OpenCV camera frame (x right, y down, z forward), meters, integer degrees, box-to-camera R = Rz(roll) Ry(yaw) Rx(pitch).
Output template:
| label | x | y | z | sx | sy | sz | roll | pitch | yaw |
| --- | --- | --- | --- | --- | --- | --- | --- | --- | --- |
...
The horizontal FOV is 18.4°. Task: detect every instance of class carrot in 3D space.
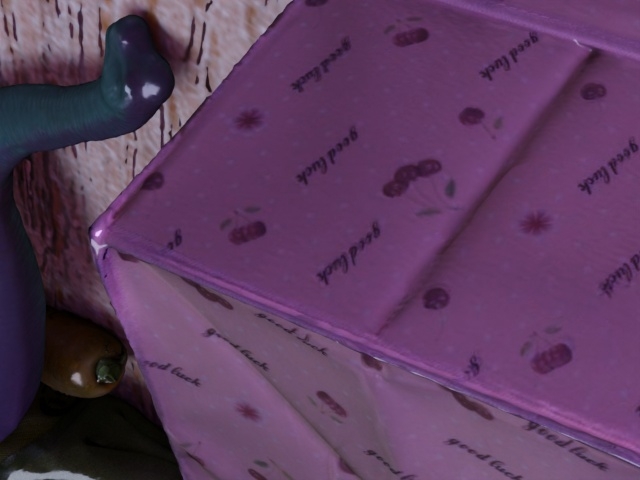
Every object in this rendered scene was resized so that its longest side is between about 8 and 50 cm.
| label | x | y | z | sx | sy | sz | roll | pitch | yaw |
| --- | --- | --- | --- | --- | --- | --- | --- | --- | --- |
| carrot | -0.214 | 0.045 | 1.262 | 0.254 | 0.049 | 0.049 | 22 | 147 | 37 |

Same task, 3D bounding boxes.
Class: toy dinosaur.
| label | x | y | z | sx | sy | sz | roll | pitch | yaw |
| --- | --- | --- | --- | --- | --- | --- | --- | --- | --- |
| toy dinosaur | -0.172 | 0.046 | 1.084 | 0.331 | 0.129 | 0.383 | 14 | 121 | 41 |

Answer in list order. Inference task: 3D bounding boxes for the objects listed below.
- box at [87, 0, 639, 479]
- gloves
| label | x | y | z | sx | sy | sz | roll | pitch | yaw |
| --- | --- | --- | --- | --- | --- | --- | --- | --- | --- |
| box | 0.083 | 0.061 | 0.732 | 0.225 | 0.190 | 0.297 | 20 | 145 | 28 |
| gloves | -0.171 | 0.143 | 1.260 | 0.268 | 0.135 | 0.107 | 9 | 142 | 22 |
